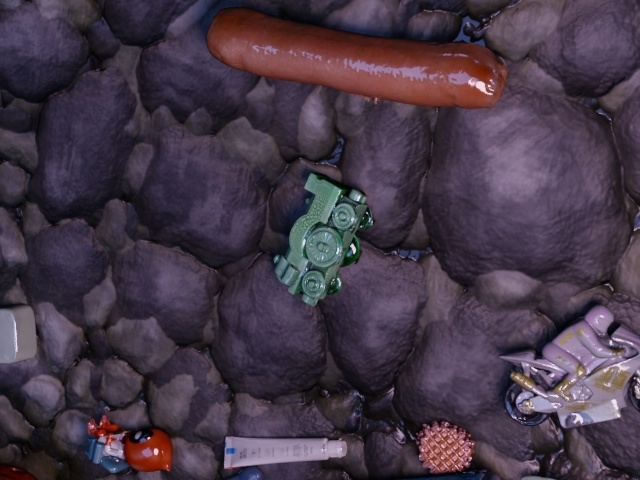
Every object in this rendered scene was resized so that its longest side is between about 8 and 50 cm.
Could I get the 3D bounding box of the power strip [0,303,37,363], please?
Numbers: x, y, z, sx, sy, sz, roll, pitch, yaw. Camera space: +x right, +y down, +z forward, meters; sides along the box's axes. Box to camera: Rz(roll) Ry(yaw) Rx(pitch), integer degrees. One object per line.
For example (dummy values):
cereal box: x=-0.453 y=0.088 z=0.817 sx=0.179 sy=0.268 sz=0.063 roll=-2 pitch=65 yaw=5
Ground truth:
power strip: x=-0.641 y=0.156 z=1.655 sx=0.385 sy=0.062 sz=0.091 roll=-3 pitch=91 yaw=19

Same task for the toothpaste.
toothpaste: x=-0.054 y=0.306 z=1.476 sx=0.190 sy=0.031 sz=0.048 roll=-7 pitch=71 yaw=22

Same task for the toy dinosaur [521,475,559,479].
toy dinosaur: x=0.444 y=0.379 z=1.277 sx=0.393 sy=0.092 sz=0.205 roll=14 pitch=106 yaw=9

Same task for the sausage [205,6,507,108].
sausage: x=0.043 y=-0.242 z=1.358 sx=0.419 sy=0.094 sz=0.094 roll=12 pitch=129 yaw=18

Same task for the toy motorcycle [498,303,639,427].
toy motorcycle: x=0.341 y=0.159 z=1.299 sx=0.225 sy=0.073 sz=0.152 roll=-7 pitch=91 yaw=19

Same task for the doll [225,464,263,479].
doll: x=-0.134 y=0.373 z=1.515 sx=0.125 sy=0.027 sz=0.037 roll=-34 pitch=83 yaw=22

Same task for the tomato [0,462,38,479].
tomato: x=-0.560 y=0.474 z=1.516 sx=0.325 sy=0.293 sz=0.289 roll=-1 pitch=81 yaw=32

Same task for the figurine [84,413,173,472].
figurine: x=-0.287 y=0.316 z=1.540 sx=0.140 sy=0.068 sz=0.075 roll=11 pitch=96 yaw=20

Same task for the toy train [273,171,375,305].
toy train: x=0.000 y=0.000 z=1.407 sx=0.105 sy=0.071 sz=0.178 roll=30 pitch=103 yaw=23

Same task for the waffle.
waffle: x=0.170 y=0.286 z=1.394 sx=0.083 sy=0.029 sz=0.075 roll=9 pitch=99 yaw=18

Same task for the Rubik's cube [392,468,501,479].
Rubik's cube: x=0.084 y=0.503 z=1.285 sx=0.318 sy=0.313 sz=0.316 roll=-10 pitch=97 yaw=21
